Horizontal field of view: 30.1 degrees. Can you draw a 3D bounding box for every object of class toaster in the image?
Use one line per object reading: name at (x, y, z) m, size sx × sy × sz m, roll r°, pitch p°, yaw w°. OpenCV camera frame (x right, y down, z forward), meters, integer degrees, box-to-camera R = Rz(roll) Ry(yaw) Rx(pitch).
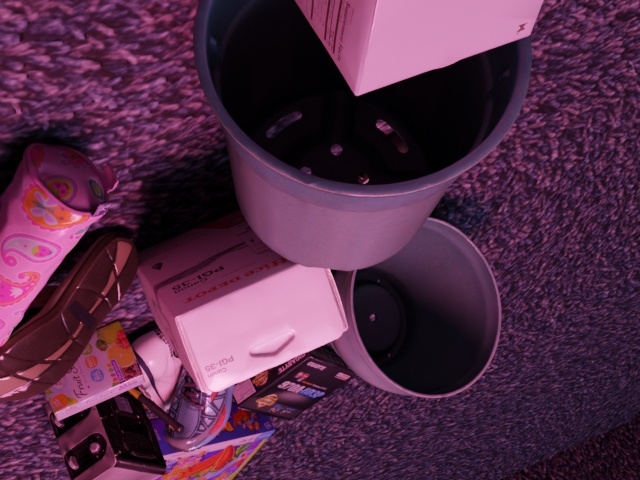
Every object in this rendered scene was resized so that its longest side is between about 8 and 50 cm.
toaster at (-0.346, 0.322, 1.941) m, size 0.110 × 0.168 × 0.186 m, roll -34°, pitch 153°, yaw 14°

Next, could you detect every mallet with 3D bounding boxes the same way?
mallet at (-0.284, 0.233, 1.830) m, size 0.039 × 0.190 × 0.062 m, roll -48°, pitch 150°, yaw -20°

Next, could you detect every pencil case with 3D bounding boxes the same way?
pencil case at (-0.356, 0.009, 1.409) m, size 0.124 × 0.124 × 0.284 m, roll 5°, pitch 136°, yaw -50°

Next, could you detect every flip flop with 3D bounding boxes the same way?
flip flop at (-0.351, 0.095, 1.564) m, size 0.277 × 0.080 × 0.112 m, roll -53°, pitch 145°, yaw -19°

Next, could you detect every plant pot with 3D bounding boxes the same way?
plant pot at (0.029, -0.138, 1.342) m, size 0.341 × 0.341 × 0.334 m, roll -23°, pitch 162°, yaw -14°
plant pot at (0.126, 0.121, 1.979) m, size 0.293 × 0.293 × 0.196 m, roll -13°, pitch 176°, yaw -31°

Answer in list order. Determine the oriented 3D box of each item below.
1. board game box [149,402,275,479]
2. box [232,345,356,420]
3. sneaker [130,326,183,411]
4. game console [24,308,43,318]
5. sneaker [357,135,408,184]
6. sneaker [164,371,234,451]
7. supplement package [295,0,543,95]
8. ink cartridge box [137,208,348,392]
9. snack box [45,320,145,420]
board game box at (-0.288, 0.421, 2.280) m, size 0.347 × 0.078 × 0.233 m, roll -6°, pitch 146°, yaw -40°
box at (-0.050, 0.269, 2.281) m, size 0.175 × 0.051 × 0.220 m, roll -36°, pitch 153°, yaw 12°
sneaker at (-0.257, 0.212, 1.933) m, size 0.095 × 0.090 × 0.235 m, roll -43°, pitch 163°, yaw -17°
game console at (-0.493, 0.133, 1.581) m, size 0.213 × 0.044 × 0.361 m, roll -36°, pitch 153°, yaw 12°
sneaker at (0.037, -0.065, 1.728) m, size 0.106 × 0.078 × 0.234 m, roll 28°, pitch 109°, yaw -38°
sneaker at (-0.188, 0.205, 1.893) m, size 0.261 × 0.104 × 0.125 m, roll -65°, pitch 152°, yaw -19°
supplement package at (0.069, -0.315, 1.093) m, size 0.199 × 0.262 × 0.198 m, roll -21°, pitch 153°, yaw -19°
ink cartridge box at (-0.113, 0.066, 1.578) m, size 0.207 × 0.283 × 0.117 m, roll -23°, pitch 111°, yaw -13°
snack box at (-0.346, 0.193, 1.777) m, size 0.141 × 0.100 × 0.037 m, roll -23°, pitch 154°, yaw -14°
